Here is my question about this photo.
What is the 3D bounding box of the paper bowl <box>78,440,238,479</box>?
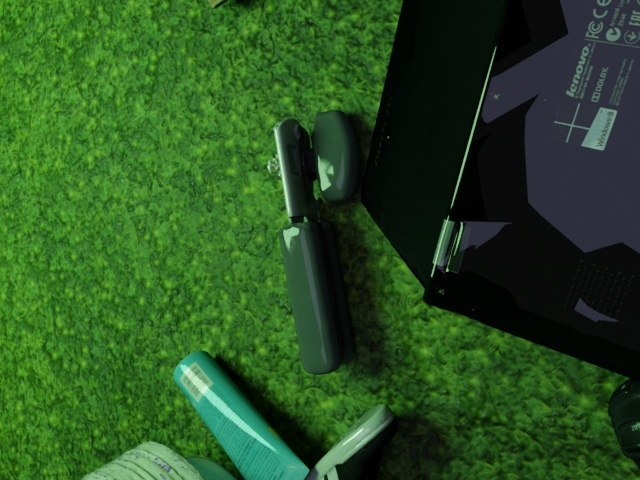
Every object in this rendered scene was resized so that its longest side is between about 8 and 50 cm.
[{"bbox_3d":[-0.154,0.365,0.605,0.284,0.148,0.284,17,116,38],"label":"paper bowl"}]

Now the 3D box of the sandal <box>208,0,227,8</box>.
[{"bbox_3d":[-0.018,-0.299,0.592,0.240,0.088,0.079,-19,116,32],"label":"sandal"}]

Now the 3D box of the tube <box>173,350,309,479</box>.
[{"bbox_3d":[-0.095,0.212,0.622,0.207,0.052,0.080,40,118,33],"label":"tube"}]

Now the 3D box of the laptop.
[{"bbox_3d":[0.202,-0.141,0.365,0.408,0.236,0.381,19,109,24],"label":"laptop"}]

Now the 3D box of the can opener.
[{"bbox_3d":[0.000,0.000,0.582,0.093,0.074,0.280,-6,90,27],"label":"can opener"}]

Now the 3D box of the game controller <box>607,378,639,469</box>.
[{"bbox_3d":[0.365,0.141,0.361,0.166,0.067,0.319,54,141,3],"label":"game controller"}]

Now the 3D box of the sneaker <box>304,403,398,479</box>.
[{"bbox_3d":[0.043,0.278,0.579,0.121,0.079,0.217,44,117,14],"label":"sneaker"}]
